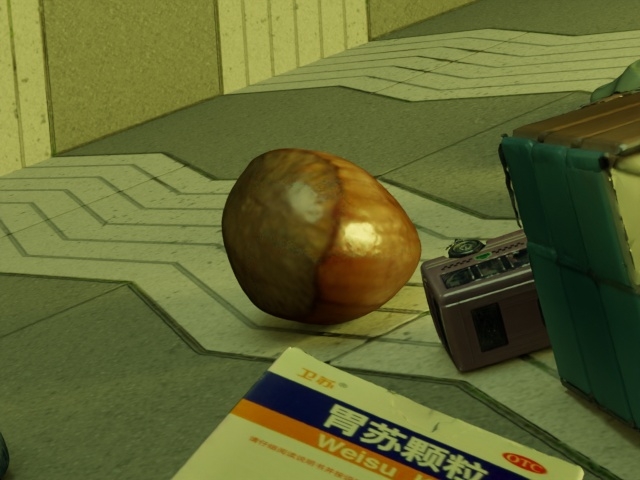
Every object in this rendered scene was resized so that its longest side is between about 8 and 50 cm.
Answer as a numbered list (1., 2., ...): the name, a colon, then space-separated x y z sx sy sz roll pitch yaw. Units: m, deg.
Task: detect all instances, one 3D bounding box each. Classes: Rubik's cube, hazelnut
1. Rubik's cube: 0.291 0.002 1.018 0.221 0.231 0.224 -18 10 -8
2. hazelnut: 0.000 0.000 1.417 0.214 0.176 0.214 23 15 -7

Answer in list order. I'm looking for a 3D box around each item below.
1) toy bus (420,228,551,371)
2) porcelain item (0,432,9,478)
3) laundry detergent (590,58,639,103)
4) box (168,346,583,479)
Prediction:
1. toy bus: 0.197 0.041 1.224 0.199 0.096 0.108 -17 20 1
2. porcelain item: -0.357 0.180 1.214 0.147 0.114 0.147 -16 16 5
3. laundry detergent: 0.454 -0.192 1.761 0.280 0.105 0.215 -20 17 -12
4. box: 0.005 0.194 0.727 0.200 0.106 0.299 22 29 13
